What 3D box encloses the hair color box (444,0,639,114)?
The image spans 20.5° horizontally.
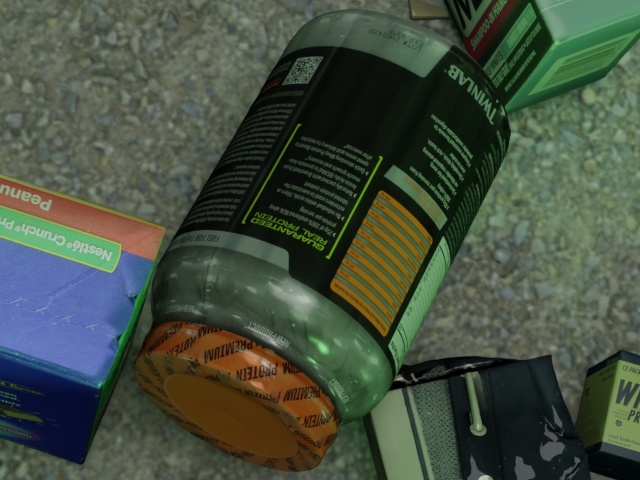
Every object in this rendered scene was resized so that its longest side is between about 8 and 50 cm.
[{"bbox_3d":[0.136,-0.310,1.434,0.113,0.185,0.374,-21,80,-13],"label":"hair color box"}]

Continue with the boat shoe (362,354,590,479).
[{"bbox_3d":[0.142,0.243,1.331,0.158,0.127,0.341,-12,77,-5],"label":"boat shoe"}]

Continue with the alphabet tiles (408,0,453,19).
[{"bbox_3d":[0.161,-0.307,1.540,0.198,0.009,0.237,-4,77,-10],"label":"alphabet tiles"}]

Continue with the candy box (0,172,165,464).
[{"bbox_3d":[-0.262,0.040,1.218,0.268,0.317,0.122,19,74,-4],"label":"candy box"}]

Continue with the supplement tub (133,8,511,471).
[{"bbox_3d":[0.000,0.000,1.317,0.193,0.193,0.316,30,63,-1],"label":"supplement tub"}]

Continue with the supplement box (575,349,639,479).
[{"bbox_3d":[0.242,0.140,1.399,0.056,0.083,0.083,17,73,-6],"label":"supplement box"}]
